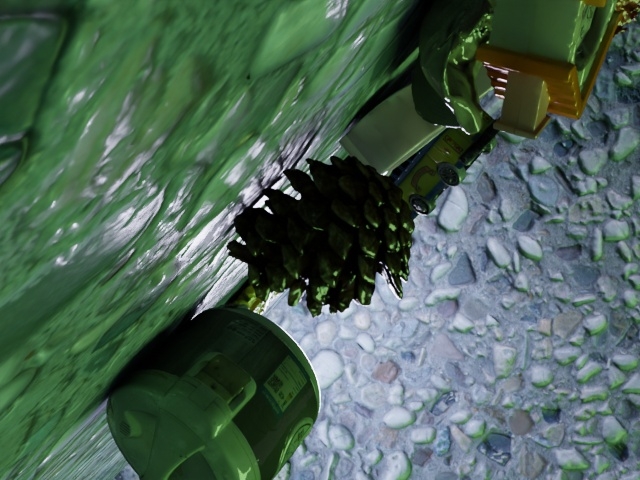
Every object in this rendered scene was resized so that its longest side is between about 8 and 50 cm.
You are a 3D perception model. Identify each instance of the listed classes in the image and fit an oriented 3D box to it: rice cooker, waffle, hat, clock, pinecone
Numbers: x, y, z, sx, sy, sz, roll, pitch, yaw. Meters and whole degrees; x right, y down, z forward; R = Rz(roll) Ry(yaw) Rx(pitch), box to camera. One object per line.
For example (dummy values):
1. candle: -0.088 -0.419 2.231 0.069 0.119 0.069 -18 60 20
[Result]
1. rice cooker: -0.165 0.269 1.169 0.277 0.288 0.288 -43 175 -46
2. waffle: -0.139 0.127 1.617 0.312 0.060 0.307 -51 174 33
3. hat: 0.148 -0.242 0.864 0.244 0.149 0.214 23 -95 57
4. clock: 0.234 -0.236 0.695 0.220 0.106 0.255 -44 145 -41
5. pinecone: 0.004 0.002 0.867 0.204 0.184 0.179 -29 132 -11
6. clock: 0.172 -0.206 1.100 0.290 0.080 0.275 -39 179 21

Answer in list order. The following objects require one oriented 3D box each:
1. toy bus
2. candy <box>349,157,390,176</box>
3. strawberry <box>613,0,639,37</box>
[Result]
1. toy bus: 0.207 -0.168 1.479 0.138 0.175 0.288 -45 177 -29
2. candy: 0.062 -0.101 1.344 0.092 0.073 0.160 -41 175 -20
3. strawberry: 0.477 -0.495 1.409 0.234 0.234 0.178 -49 -153 29
